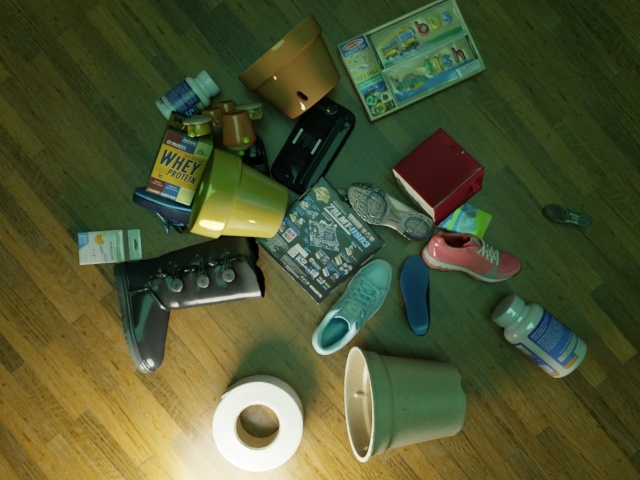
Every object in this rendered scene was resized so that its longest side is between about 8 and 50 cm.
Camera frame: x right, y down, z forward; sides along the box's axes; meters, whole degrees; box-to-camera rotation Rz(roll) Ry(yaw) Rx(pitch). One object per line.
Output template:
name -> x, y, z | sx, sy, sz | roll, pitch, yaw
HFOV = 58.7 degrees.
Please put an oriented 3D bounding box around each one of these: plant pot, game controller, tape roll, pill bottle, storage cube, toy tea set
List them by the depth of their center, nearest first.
plant pot -> -0.234, -0.114, 1.662 | 0.239, 0.254, 0.253 | 17, 90, -20
toy tea set -> -0.267, -0.335, 1.697 | 0.200, 0.336, 0.124 | -2, 113, 11
plant pot -> 0.258, 0.487, 1.726 | 0.306, 0.334, 0.333 | 1, 90, -11
plant pot -> -0.076, -0.513, 1.732 | 0.291, 0.291, 0.203 | -42, 106, 0
storage cube -> 0.362, -0.188, 1.743 | 0.193, 0.183, 0.215 | -40, 70, 0
pill bottle -> 0.678, 0.291, 1.787 | 0.272, 0.152, 0.152 | 40, 90, 0
pill bottle -> -0.415, -0.449, 1.799 | 0.187, 0.112, 0.112 | -38, 90, 1
tape roll -> -0.196, 0.576, 1.812 | 0.287, 0.100, 0.285 | 0, 91, 0
game controller -> -0.025, -0.306, 1.835 | 0.167, 0.067, 0.319 | 32, 90, 14

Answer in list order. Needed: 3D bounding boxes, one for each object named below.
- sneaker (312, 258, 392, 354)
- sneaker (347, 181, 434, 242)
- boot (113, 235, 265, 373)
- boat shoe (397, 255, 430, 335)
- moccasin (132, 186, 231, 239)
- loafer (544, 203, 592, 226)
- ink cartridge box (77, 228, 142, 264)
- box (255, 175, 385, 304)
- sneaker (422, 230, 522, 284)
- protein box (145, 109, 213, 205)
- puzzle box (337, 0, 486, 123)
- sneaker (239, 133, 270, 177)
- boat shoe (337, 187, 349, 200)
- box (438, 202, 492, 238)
sneaker -> 0.110, 0.217, 1.785 | 0.135, 0.150, 0.365 | 35, 90, -1
sneaker -> 0.213, -0.090, 1.792 | 0.297, 0.129, 0.111 | 31, 100, -6
boot -> -0.385, 0.195, 1.777 | 0.446, 0.146, 0.366 | -13, 95, 1
boat shoe -> 0.298, 0.178, 1.812 | 0.109, 0.089, 0.258 | 1, 68, 14
moccasin -> -0.429, -0.068, 1.789 | 0.342, 0.137, 0.116 | 20, 115, -2
loafer -> 0.797, -0.074, 1.838 | 0.148, 0.050, 0.056 | 23, 87, 15
ink cartridge box -> -0.675, 0.019, 1.826 | 0.182, 0.061, 0.104 | -5, 91, -1
box -> 0.000, 0.000, 1.797 | 0.293, 0.073, 0.295 | -44, 96, 5
sneaker -> 0.484, 0.046, 1.774 | 0.314, 0.136, 0.115 | 10, 50, 0
protein box -> -0.420, -0.251, 1.714 | 0.136, 0.199, 0.201 | 19, 114, -19
puzzle box -> 0.291, -0.585, 1.831 | 0.409, 0.052, 0.272 | -25, 90, 0
sneaker -> -0.204, -0.193, 1.788 | 0.107, 0.124, 0.283 | -11, 91, -11
boat shoe -> 0.060, -0.151, 1.836 | 0.137, 0.049, 0.043 | 7, 88, 5
box -> 0.450, -0.071, 1.839 | 0.178, 0.042, 0.108 | 25, 90, -1
